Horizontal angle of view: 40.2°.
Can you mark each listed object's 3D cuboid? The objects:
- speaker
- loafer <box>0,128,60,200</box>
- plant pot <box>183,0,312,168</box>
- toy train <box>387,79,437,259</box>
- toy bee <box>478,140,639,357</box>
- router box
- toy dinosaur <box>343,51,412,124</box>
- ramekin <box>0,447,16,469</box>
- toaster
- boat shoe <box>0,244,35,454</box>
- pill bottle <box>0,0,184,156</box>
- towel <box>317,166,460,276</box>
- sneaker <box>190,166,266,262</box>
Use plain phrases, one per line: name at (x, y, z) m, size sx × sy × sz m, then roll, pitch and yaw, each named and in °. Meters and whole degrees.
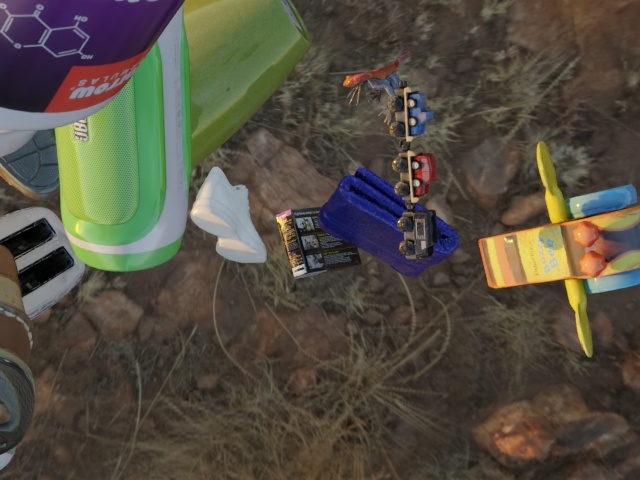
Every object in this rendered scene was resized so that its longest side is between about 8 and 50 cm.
speaker at (-0.191, -0.124, 0.831) m, size 0.131 × 0.131 × 0.296 m, roll -1°, pitch 117°, yaw -7°
loafer at (-0.436, -0.153, 1.221) m, size 0.096 × 0.084 × 0.267 m, roll -29°, pitch 71°, yaw -29°
plant pot at (-0.173, -0.306, 1.449) m, size 0.293 × 0.275 × 0.275 m, roll -30°, pitch 102°, yaw 14°
toy train at (0.083, -0.060, 0.763) m, size 0.036 × 0.027 × 0.158 m, roll 0°, pitch 103°, yaw 27°
toy bee at (0.245, -0.008, 0.800) m, size 0.162 × 0.298 × 0.195 m, roll -11°, pitch 67°, yaw -43°
router box at (0.000, 0.000, 1.766) m, size 0.046 × 0.179 × 0.133 m, roll -21°, pitch 81°, yaw 38°
toy dinosaur at (0.048, -0.148, 0.796) m, size 0.047 × 0.082 × 0.090 m, roll 7°, pitch 77°, yaw 18°
ramekin at (-0.544, 0.272, 1.313) m, size 0.109 × 0.207 × 0.207 m, roll -25°, pitch 101°, yaw -8°
toaster at (-0.378, 0.049, 1.018) m, size 0.146 × 0.227 × 0.129 m, roll -27°, pitch 97°, yaw 32°
boat shoe at (-0.303, 0.083, 0.510) m, size 0.324 × 0.120 × 0.122 m, roll -14°, pitch 146°, yaw 13°
pill bottle at (-0.138, -0.179, 0.435) m, size 0.181 × 0.181 × 0.323 m, roll 38°, pitch 131°, yaw -11°
towel at (0.116, -0.029, 1.552) m, size 0.227 × 0.308 × 0.076 m, roll 29°, pitch 79°, yaw -2°
sneaker at (-0.126, -0.035, 1.321) m, size 0.080 × 0.212 × 0.094 m, roll 3°, pitch 66°, yaw 15°
